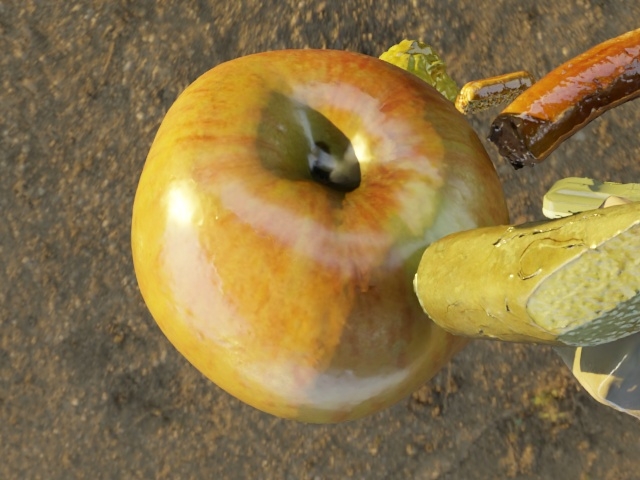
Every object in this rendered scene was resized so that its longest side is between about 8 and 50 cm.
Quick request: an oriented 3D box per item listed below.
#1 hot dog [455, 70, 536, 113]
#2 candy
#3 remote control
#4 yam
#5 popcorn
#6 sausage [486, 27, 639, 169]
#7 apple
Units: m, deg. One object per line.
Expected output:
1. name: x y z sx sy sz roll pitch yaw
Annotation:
1. hot dog: 0.320 -0.272 1.640 0.165 0.045 0.071 -16 165 -24
2. candy: 0.308 0.074 0.834 0.137 0.195 0.184 23 105 -17
3. remote control: 0.553 -0.059 1.504 0.336 0.128 0.065 8 114 24
4. yam: 0.184 0.029 0.671 0.106 0.259 0.106 3 85 -28
5. popcorn: 0.148 -0.266 1.742 0.252 0.237 0.205 -29 120 3
6. sausage: 0.335 -0.179 1.031 0.302 0.076 0.102 -26 130 -6
7. apple: 0.000 0.000 0.953 0.401 0.400 0.333 6 148 -1
